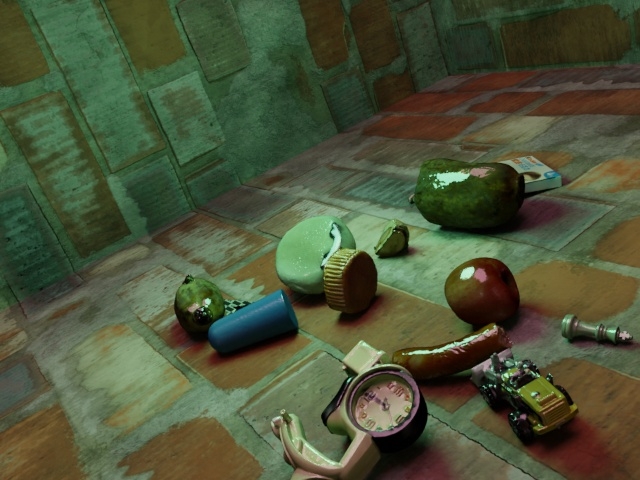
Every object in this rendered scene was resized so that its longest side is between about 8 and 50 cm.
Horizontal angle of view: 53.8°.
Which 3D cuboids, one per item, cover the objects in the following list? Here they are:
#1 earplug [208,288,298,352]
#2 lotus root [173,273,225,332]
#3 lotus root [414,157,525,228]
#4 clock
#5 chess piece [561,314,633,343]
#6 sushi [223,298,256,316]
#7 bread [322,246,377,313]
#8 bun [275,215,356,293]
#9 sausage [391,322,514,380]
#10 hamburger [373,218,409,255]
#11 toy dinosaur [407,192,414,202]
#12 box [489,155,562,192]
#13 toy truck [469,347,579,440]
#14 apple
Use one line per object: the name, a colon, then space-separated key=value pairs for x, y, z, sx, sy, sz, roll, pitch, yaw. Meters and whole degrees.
earplug: x=-0.218 y=0.261 z=1.948 sx=0.273 sy=0.132 sz=0.132 roll=-23 pitch=23 yaw=3
lotus root: x=-0.415 y=0.227 z=2.142 sx=0.173 sy=0.173 sz=0.309 roll=-24 pitch=23 yaw=-8
lotus root: x=0.508 y=-0.160 z=2.111 sx=0.346 sy=0.250 sz=0.250 roll=2 pitch=32 yaw=37
clock: x=0.046 y=0.405 z=1.340 sx=0.379 sy=0.120 sz=0.276 roll=-39 pitch=41 yaw=-18
chess piece: x=0.637 y=0.209 z=1.448 sx=0.149 sy=0.059 sz=0.059 roll=6 pitch=34 yaw=36
sushi: x=-0.262 y=0.243 z=2.103 sx=0.120 sy=0.026 sz=0.126 roll=8 pitch=23 yaw=-19
bread: x=0.095 y=0.122 z=1.903 sx=0.104 sy=0.199 sz=0.199 roll=7 pitch=35 yaw=41
bun: x=-0.004 y=0.068 z=2.130 sx=0.293 sy=0.187 sz=0.293 roll=-18 pitch=46 yaw=19
sausage: x=0.307 y=0.273 z=1.501 sx=0.302 sy=0.076 sz=0.103 roll=-22 pitch=21 yaw=21
hamburger: x=0.259 y=-0.007 z=2.158 sx=0.102 sy=0.176 sz=0.087 roll=13 pitch=51 yaw=-14
toy dinosaur: x=0.473 y=-0.225 z=2.525 sx=0.200 sy=0.072 sz=0.251 roll=-7 pitch=34 yaw=52
box: x=0.708 y=-0.236 z=2.330 sx=0.265 sy=0.048 sz=0.273 roll=-10 pitch=23 yaw=-2
toy truck: x=0.418 y=0.307 z=1.332 sx=0.136 sy=0.111 sz=0.286 roll=-26 pitch=21 yaw=-9
apple: x=0.421 y=0.135 z=1.639 sx=0.168 sy=0.181 sz=0.181 roll=-35 pitch=15 yaw=28
